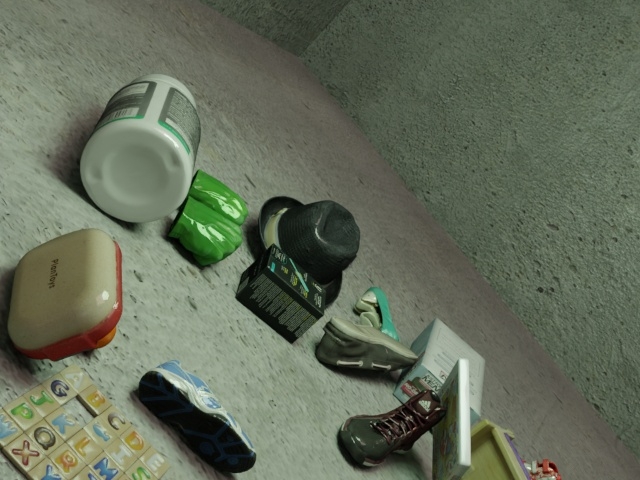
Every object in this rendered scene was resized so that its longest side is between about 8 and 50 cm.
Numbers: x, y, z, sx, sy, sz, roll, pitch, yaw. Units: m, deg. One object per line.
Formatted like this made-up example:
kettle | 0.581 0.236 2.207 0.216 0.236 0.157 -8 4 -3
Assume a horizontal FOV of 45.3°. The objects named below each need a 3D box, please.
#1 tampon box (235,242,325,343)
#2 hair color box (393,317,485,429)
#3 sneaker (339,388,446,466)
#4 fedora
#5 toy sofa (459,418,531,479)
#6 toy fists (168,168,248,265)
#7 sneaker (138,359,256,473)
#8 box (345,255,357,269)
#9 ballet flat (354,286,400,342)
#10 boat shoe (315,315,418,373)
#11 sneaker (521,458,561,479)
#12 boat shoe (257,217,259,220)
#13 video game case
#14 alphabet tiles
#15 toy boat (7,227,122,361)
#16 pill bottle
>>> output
tampon box | -0.081 0.112 1.621 0.161 0.101 0.120 42 19 -14
hair color box | 0.314 0.347 1.963 0.185 0.113 0.374 41 17 3
sneaker | 0.157 0.354 1.530 0.106 0.162 0.281 53 19 22
fedora | 0.000 0.000 1.858 0.334 0.152 0.334 40 34 -35
toy sofa | 0.418 0.582 1.647 0.177 0.150 0.362 32 22 -33
toy fists | -0.234 -0.043 1.632 0.142 0.096 0.279 30 23 -14
sneaker | -0.170 0.257 1.144 0.211 0.080 0.081 46 21 -3
box | 0.033 0.009 2.217 0.162 0.029 0.116 45 19 1
ballet flat | 0.135 0.189 1.975 0.087 0.083 0.247 29 24 -29
boat shoe | 0.104 0.254 1.759 0.112 0.095 0.335 37 7 40
sneaker | 0.478 0.551 1.855 0.270 0.145 0.090 49 18 9
boat shoe | -0.106 -0.009 1.920 0.043 0.049 0.137 -36 97 -35
video game case | 0.264 0.386 1.563 0.026 0.206 0.227 9 53 -3
alphabet tiles | -0.285 0.275 0.966 0.237 0.009 0.198 46 18 2
toy boat | -0.339 0.092 1.081 0.231 0.151 0.151 -109 180 -51
pill bottle | -0.345 -0.202 1.538 0.204 0.204 0.361 39 20 -21
